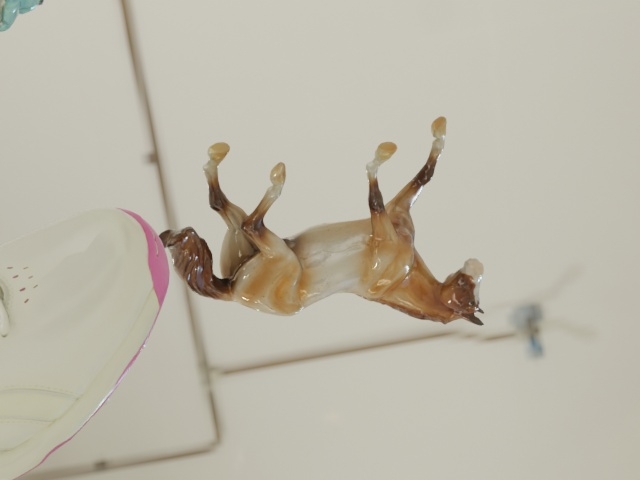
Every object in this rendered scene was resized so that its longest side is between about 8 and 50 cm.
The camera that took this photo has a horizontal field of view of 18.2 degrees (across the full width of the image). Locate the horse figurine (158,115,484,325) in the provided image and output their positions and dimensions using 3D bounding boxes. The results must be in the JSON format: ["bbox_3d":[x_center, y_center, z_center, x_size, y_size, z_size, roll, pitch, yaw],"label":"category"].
[{"bbox_3d":[0.000,0.000,1.501,0.066,0.263,0.174,-115,22,-49],"label":"horse figurine"}]

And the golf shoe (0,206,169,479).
[{"bbox_3d":[-0.218,0.073,1.021,0.115,0.306,0.140,52,177,38],"label":"golf shoe"}]

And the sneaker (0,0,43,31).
[{"bbox_3d":[-0.189,-0.161,0.645,0.110,0.122,0.283,36,156,48],"label":"sneaker"}]
